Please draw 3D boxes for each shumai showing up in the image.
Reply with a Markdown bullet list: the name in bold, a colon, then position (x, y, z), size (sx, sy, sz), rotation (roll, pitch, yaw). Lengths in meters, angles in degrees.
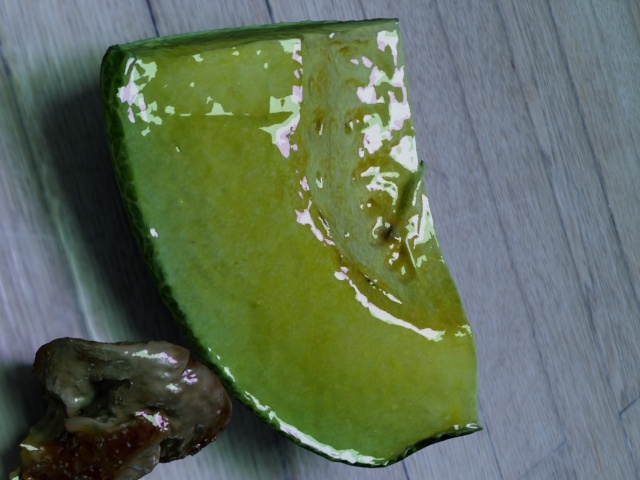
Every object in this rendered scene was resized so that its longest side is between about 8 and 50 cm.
- **shumai**: position (-0.124, 0.118, 0.781), size (0.139, 0.123, 0.105), rotation (18, 72, -65)

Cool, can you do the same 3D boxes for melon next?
- **melon**: position (0.000, 0.000, 0.928), size (0.331, 0.226, 0.344), rotation (-28, 112, -67)
